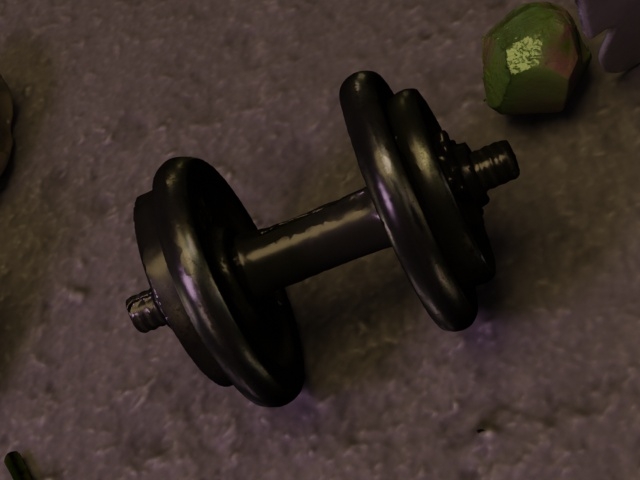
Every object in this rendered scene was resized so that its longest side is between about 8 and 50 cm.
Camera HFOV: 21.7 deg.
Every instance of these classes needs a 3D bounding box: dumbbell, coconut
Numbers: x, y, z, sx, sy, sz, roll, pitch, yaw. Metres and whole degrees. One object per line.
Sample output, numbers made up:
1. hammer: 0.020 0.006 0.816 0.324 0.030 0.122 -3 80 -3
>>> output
1. dumbbell: 0.000 0.000 1.143 0.290 0.192 0.192 -23 52 11
2. coconut: 0.158 -0.133 1.222 0.081 0.083 0.082 -7 94 -3

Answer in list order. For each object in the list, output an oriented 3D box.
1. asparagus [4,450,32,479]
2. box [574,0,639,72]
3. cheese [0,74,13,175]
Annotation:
1. asparagus: -0.204 0.201 1.227 0.018 0.015 0.127 -41 50 0
2. box: 0.316 -0.159 1.082 0.206 0.262 0.291 53 129 30
3. cheese: -0.404 -0.072 1.469 0.286 0.082 0.163 -12 54 21
